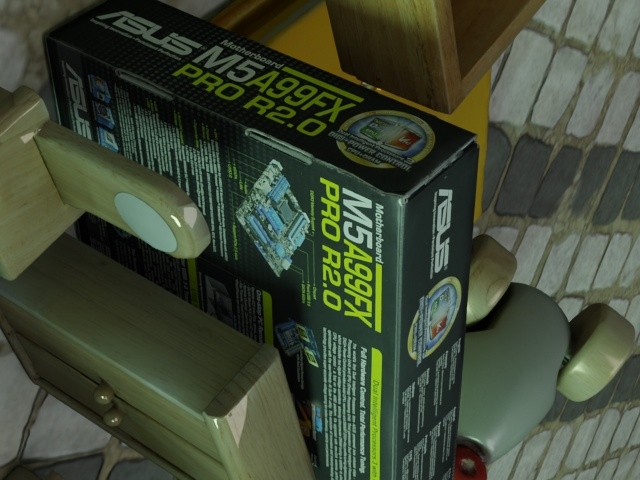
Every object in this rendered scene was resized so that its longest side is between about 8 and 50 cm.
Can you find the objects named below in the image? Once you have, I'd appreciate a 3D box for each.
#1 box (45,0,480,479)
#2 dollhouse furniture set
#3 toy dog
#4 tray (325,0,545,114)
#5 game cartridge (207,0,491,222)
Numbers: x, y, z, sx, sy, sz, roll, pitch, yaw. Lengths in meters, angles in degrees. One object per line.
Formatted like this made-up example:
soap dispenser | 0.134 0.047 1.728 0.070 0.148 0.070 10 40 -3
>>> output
box | -0.030 0.029 0.689 0.060 0.216 0.270 -40 143 -37
dollhouse furniture set | -0.184 0.157 0.589 0.355 0.174 0.303 -48 147 -27
toy dog | 0.105 0.151 1.074 0.334 0.220 0.161 -34 172 -30
tray | 0.057 -0.264 0.525 0.203 0.076 0.411 -50 150 -24
game cartridge | 0.018 -0.051 0.882 0.285 0.053 0.323 -43 147 -33
